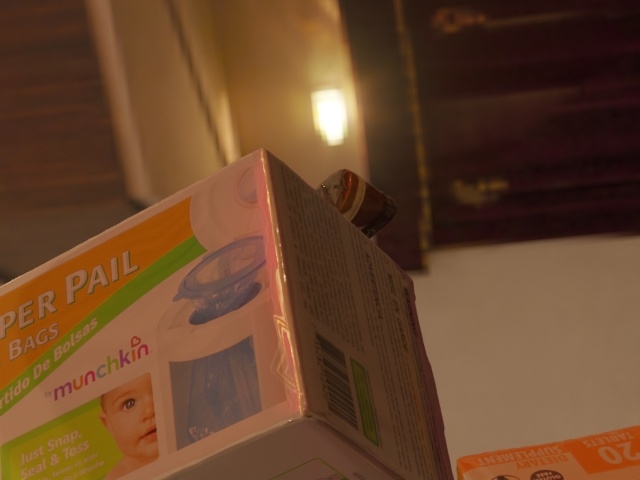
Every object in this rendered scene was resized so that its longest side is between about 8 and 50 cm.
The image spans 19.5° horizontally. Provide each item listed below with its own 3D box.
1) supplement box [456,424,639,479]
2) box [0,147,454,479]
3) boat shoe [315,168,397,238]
[{"bbox_3d":[0.068,0.072,0.331,0.098,0.062,0.036,-122,26,-59],"label":"supplement box"},{"bbox_3d":[-0.068,0.075,0.664,0.103,0.203,0.114,41,-150,-45],"label":"box"},{"bbox_3d":[0.000,0.000,1.280,0.152,0.049,0.056,-33,36,58],"label":"boat shoe"}]
